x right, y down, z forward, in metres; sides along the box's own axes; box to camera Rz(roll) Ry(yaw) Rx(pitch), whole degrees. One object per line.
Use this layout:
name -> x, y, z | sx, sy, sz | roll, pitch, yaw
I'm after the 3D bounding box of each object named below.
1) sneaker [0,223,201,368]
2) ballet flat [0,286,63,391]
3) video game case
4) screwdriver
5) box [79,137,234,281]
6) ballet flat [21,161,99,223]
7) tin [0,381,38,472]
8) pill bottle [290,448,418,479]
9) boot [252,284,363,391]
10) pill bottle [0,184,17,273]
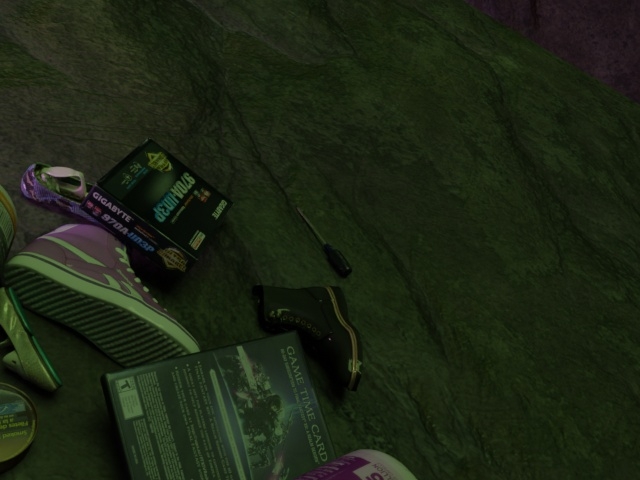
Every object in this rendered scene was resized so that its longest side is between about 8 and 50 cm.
sneaker -> -0.260, 0.065, 1.046 | 0.282, 0.102, 0.161 | 32, 35, 2
ballet flat -> -0.370, 0.129, 0.954 | 0.052, 0.057, 0.168 | -30, 59, -17
video game case -> -0.114, 0.229, 0.956 | 0.274, 0.026, 0.196 | -8, 74, -38
screwdriver -> 0.000, 0.000, 1.345 | 0.025, 0.024, 0.170 | -33, 58, -17
box -> -0.235, -0.052, 1.163 | 0.175, 0.051, 0.220 | 38, 24, -8
ballet flat -> -0.349, -0.069, 1.165 | 0.188, 0.070, 0.070 | 16, 40, -17
tin -> -0.405, 0.212, 0.843 | 0.189, 0.040, 0.106 | -3, 44, -33
pill bottle -> -0.029, 0.346, 0.818 | 0.301, 0.169, 0.169 | -13, 54, -40
boot -> -0.023, 0.140, 1.140 | 0.137, 0.077, 0.198 | 6, 30, -20
pill bottle -> -0.452, 0.042, 0.880 | 0.162, 0.162, 0.278 | 16, 34, -16
